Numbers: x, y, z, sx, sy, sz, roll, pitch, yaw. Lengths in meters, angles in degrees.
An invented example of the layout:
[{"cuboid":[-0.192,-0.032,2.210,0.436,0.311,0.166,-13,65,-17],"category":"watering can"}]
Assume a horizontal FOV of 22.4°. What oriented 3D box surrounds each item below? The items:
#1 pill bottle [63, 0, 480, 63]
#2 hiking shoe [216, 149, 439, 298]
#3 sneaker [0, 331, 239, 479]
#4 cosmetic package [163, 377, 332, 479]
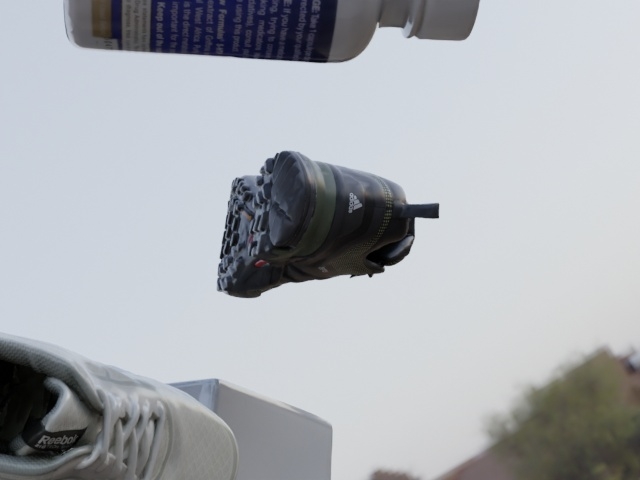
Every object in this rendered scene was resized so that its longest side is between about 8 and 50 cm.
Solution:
[{"cuboid":[-0.022,-0.139,0.748,0.186,0.112,0.112,3,-21,-5],"category":"pill bottle"},{"cuboid":[0.000,0.000,1.051,0.114,0.086,0.227,10,-7,-12],"category":"hiking shoe"},{"cuboid":[-0.144,0.108,0.896,0.118,0.110,0.292,-4,-19,43],"category":"sneaker"},{"cuboid":[-0.133,0.336,1.098,0.230,0.453,0.161,-8,-21,31],"category":"cosmetic package"}]
